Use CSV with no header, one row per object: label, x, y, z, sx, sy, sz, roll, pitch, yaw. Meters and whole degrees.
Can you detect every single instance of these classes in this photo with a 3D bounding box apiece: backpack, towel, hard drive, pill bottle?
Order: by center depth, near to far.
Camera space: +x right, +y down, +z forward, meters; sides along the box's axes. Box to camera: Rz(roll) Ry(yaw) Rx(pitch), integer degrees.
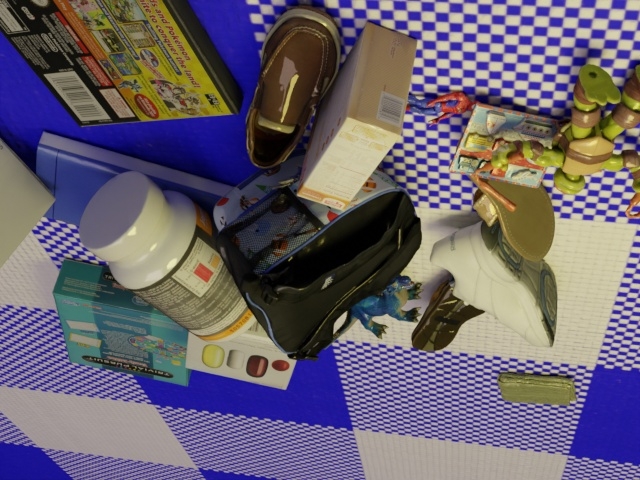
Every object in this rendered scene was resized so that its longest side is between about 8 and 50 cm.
backpack,0.000,0.000,1.347,0.263,0.213,0.276,-31,153,-6
pill bottle,-0.211,0.026,1.449,0.162,0.162,0.278,-11,144,33
hard drive,-0.283,-0.057,1.538,0.318,0.040,0.210,16,150,-8
towel,0.422,0.290,1.915,0.148,0.027,0.110,0,149,17

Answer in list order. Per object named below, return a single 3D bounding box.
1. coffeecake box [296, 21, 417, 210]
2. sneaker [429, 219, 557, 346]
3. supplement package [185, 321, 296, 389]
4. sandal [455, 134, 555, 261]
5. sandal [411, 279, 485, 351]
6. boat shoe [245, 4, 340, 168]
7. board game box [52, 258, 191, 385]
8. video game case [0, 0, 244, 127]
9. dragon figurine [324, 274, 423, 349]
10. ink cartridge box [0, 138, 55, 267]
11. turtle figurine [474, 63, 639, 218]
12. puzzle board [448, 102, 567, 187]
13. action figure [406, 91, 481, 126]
coffeecake box,0.041,-0.144,1.175,0.068,0.142,0.185,18,150,-12
sneaker,0.276,0.067,1.504,0.129,0.111,0.297,-13,134,33
supplement package,-0.126,0.141,1.718,0.194,0.149,0.203,12,149,-3
sandal,0.237,-0.070,1.333,0.079,0.088,0.240,26,163,51
sandal,0.221,0.103,1.616,0.090,0.060,0.219,16,133,-19
boat shoe,-0.038,-0.173,1.199,0.095,0.095,0.257,14,150,-6
board game box,-0.372,0.167,1.918,0.254,0.079,0.336,12,151,-2
video game case,-0.260,-0.244,1.215,0.248,0.035,0.275,-1,147,21
dragon figurine,0.071,0.095,1.637,0.144,0.085,0.289,31,144,-30
ink cartridge box,-0.585,-0.037,1.474,0.270,0.198,0.197,-17,123,40
turtle figurine,0.336,-0.118,1.179,0.269,0.087,0.217,10,145,-5
puzzle board,0.234,-0.116,1.224,0.128,0.011,0.096,9,122,-18
action figure,0.142,-0.166,1.222,0.115,0.030,0.038,-2,143,18
